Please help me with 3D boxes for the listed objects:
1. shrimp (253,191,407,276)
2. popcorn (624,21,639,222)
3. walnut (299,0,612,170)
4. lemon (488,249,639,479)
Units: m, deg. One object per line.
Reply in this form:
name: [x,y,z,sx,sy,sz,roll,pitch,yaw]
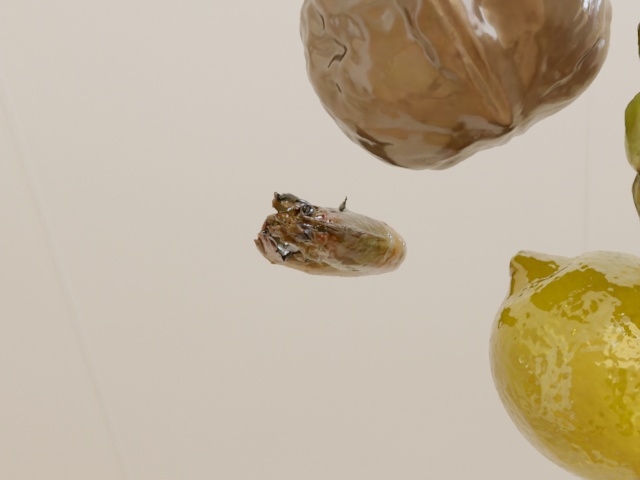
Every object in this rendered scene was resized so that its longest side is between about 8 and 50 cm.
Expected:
shrimp: [0.000,0.000,0.900,0.150,0.068,0.249,-7,-16,15]
popcorn: [0.310,-0.092,0.623,0.206,0.237,0.251,19,-42,-32]
walnut: [0.108,-0.192,0.787,0.273,0.273,0.227,-7,-40,-5]
lemon: [0.238,0.106,0.754,0.187,0.187,0.244,-37,-105,12]
